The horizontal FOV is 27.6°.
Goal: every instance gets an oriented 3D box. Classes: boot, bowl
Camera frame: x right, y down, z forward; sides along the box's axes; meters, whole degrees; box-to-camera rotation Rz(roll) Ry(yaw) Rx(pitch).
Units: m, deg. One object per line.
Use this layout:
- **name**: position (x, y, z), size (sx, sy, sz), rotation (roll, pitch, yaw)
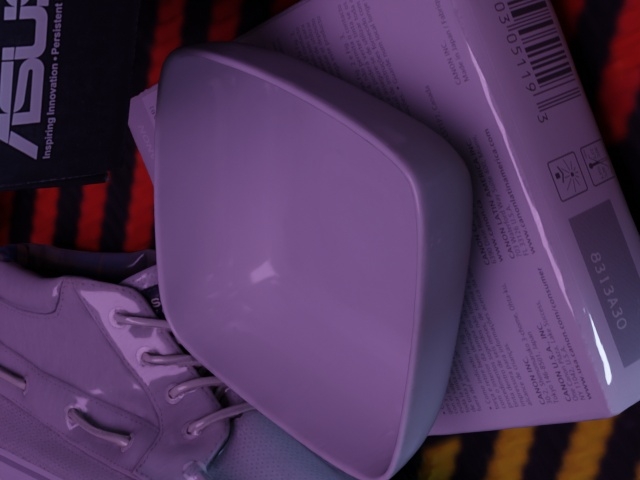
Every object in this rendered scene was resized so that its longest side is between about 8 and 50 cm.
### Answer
- **boot**: position (-0.062, 0.069, 0.565), size (0.258, 0.095, 0.124), rotation (11, 102, 33)
- **bowl**: position (0.000, 0.000, 0.481), size (0.142, 0.053, 0.142), rotation (31, 132, 36)

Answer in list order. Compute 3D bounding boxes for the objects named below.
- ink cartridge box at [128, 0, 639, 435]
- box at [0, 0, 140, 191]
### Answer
- **ink cartridge box**: position (0.021, -0.010, 0.536), size (0.224, 0.056, 0.181), rotation (-17, 96, 54)
- **box**: position (-0.184, -0.236, 0.480), size (0.395, 0.097, 0.318), rotation (37, 124, 44)
